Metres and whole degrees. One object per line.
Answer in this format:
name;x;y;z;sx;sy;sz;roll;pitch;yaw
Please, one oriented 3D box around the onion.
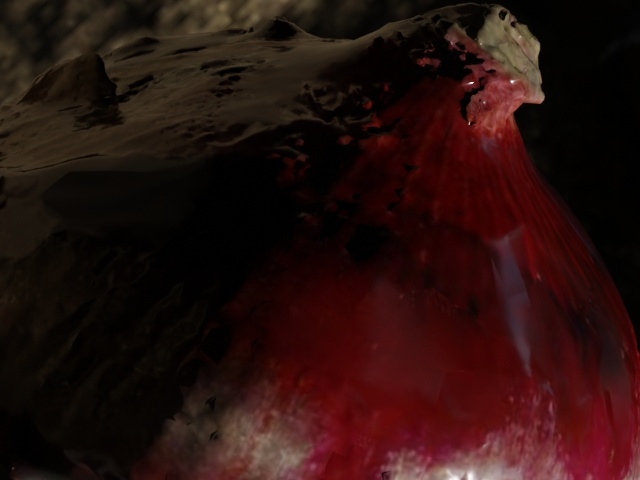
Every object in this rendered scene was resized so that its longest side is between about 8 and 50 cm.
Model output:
onion;0.000;0.000;0.670;0.272;0.272;0.195;-8;124;-64
